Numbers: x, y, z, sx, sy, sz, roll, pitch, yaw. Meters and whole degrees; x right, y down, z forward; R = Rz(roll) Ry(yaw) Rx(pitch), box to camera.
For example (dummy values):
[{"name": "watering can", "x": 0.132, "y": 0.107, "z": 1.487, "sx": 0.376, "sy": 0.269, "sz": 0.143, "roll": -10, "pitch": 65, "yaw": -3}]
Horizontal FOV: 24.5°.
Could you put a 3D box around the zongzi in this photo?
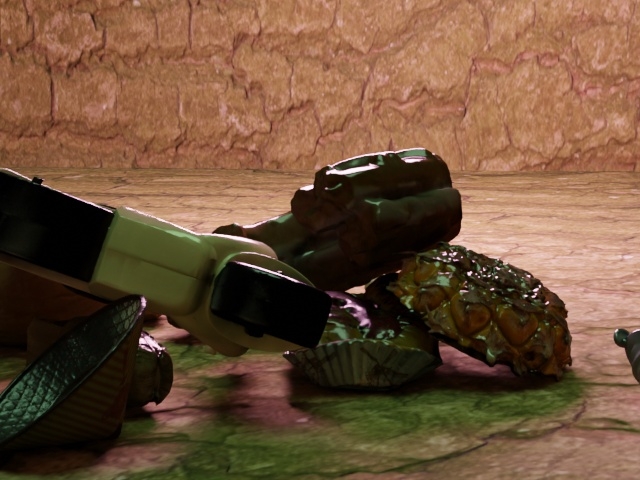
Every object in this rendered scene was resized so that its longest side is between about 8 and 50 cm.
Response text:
[{"name": "zongzi", "x": -0.173, "y": 0.114, "z": 1.416, "sx": 0.160, "sy": 0.078, "sz": 0.176, "roll": 13, "pitch": 7, "yaw": 35}]

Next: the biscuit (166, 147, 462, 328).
[{"name": "biscuit", "x": 0.005, "y": 0.001, "z": 1.636, "sx": 0.366, "sy": 0.115, "sz": 0.268, "roll": -24, "pitch": -9, "yaw": 41}]

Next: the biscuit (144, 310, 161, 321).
[{"name": "biscuit", "x": -0.243, "y": 0.062, "z": 1.783, "sx": 0.183, "sy": 0.061, "sz": 0.118, "roll": 7, "pitch": 10, "yaw": 32}]

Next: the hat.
[{"name": "hat", "x": -0.199, "y": 0.138, "z": 1.253, "sx": 0.193, "sy": 0.082, "sz": 0.193, "roll": -35, "pitch": 16, "yaw": 12}]

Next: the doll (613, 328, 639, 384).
[{"name": "doll", "x": 0.347, "y": 0.118, "z": 1.322, "sx": 0.180, "sy": 0.079, "sz": 0.094, "roll": 17, "pitch": 40, "yaw": 24}]

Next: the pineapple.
[{"name": "pineapple", "x": 0.169, "y": 0.061, "z": 1.469, "sx": 0.225, "sy": 0.076, "sz": 0.225, "roll": 25, "pitch": 13, "yaw": -6}]

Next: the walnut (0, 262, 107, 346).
[{"name": "walnut", "x": -0.322, "y": 0.038, "z": 1.632, "sx": 0.207, "sy": 0.167, "sz": 0.167, "roll": -2, "pitch": 9, "yaw": 5}]

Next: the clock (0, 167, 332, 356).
[{"name": "clock", "x": -0.163, "y": 0.024, "z": 1.415, "sx": 0.379, "sy": 0.120, "sz": 0.276, "roll": 21, "pitch": -5, "yaw": 9}]

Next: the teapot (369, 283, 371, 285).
[{"name": "teapot", "x": 0.099, "y": 0.069, "z": 1.722, "sx": 0.083, "sy": 0.049, "sz": 0.063, "roll": -8, "pitch": 7, "yaw": -2}]

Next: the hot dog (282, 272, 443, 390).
[{"name": "hot dog", "x": 0.043, "y": 0.089, "z": 1.503, "sx": 0.163, "sy": 0.082, "sz": 0.270, "roll": -2, "pitch": 10, "yaw": 4}]

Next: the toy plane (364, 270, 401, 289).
[{"name": "toy plane", "x": 0.103, "y": 0.058, "z": 1.796, "sx": 0.111, "sy": 0.040, "sz": 0.102, "roll": -8, "pitch": -25, "yaw": 27}]
